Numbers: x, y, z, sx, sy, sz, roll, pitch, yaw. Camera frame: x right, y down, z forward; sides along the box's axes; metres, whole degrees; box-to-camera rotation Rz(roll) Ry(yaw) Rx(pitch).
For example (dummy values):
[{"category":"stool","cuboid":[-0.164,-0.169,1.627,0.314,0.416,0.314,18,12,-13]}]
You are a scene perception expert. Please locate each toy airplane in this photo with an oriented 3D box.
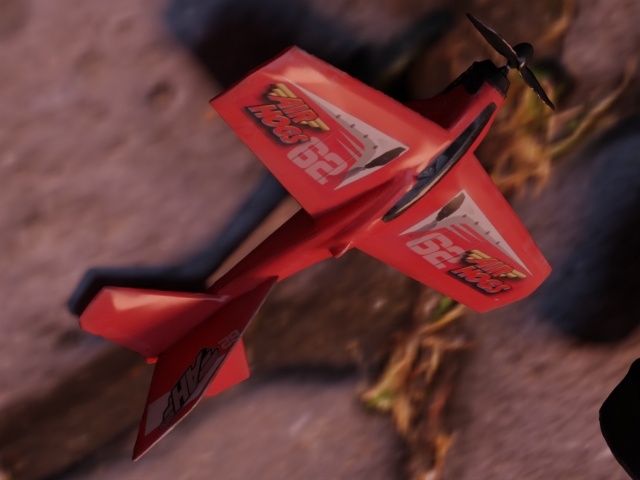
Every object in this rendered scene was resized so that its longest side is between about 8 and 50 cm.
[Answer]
[{"category":"toy airplane","cuboid":[0.000,0.000,0.526,0.151,0.028,0.151,-21,140,-19]}]

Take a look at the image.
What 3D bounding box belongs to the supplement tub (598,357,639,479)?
[{"category":"supplement tub","cuboid":[0.171,0.003,0.608,0.106,0.106,0.198,11,122,-46]}]
